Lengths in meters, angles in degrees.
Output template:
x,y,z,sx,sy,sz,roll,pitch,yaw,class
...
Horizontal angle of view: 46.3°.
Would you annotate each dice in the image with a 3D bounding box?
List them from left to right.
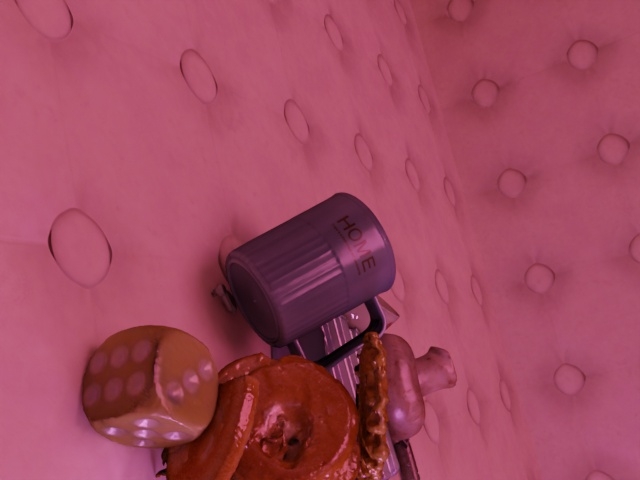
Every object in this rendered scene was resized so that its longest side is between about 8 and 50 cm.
x,y,z,sx,sy,sz,roll,pitch,yaw,class
-0.289,0.253,1.289,0.169,0.169,0.166,42,37,-46,dice

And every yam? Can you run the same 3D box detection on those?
x,y,z,sx,sy,sz,roll,pitch,yaw,class
0.261,0.665,2.243,0.054,0.054,0.132,7,66,-62,yam

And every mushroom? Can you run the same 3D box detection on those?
x,y,z,sx,sy,sz,roll,pitch,yaw,class
0.231,0.391,2.058,0.297,0.290,0.297,168,-90,-84,mushroom

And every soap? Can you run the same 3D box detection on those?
x,y,z,sx,sy,sz,roll,pitch,yaw,class
0.031,0.398,1.845,0.261,0.156,0.446,-2,75,-61,soap

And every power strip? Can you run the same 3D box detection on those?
x,y,z,sx,sy,sz,roll,pitch,yaw,class
-0.216,0.133,1.686,0.055,0.035,0.083,-110,174,-49,power strip

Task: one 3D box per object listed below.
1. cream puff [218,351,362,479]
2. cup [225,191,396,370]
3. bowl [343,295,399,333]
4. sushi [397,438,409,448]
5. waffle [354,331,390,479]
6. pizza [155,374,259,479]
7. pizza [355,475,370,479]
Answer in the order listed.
x,y,z,sx,sy,sz,roll,pitch,yaw,class
-0.082,0.400,1.511,0.231,0.343,0.327,102,12,-58,cream puff
-0.022,0.099,1.718,0.311,0.257,0.331,-27,121,-25,cup
0.067,0.173,2.029,0.277,0.145,0.277,35,3,-2,bowl
0.225,0.536,2.281,0.139,0.031,0.201,46,32,-6,sushi
0.109,0.356,1.610,0.307,0.060,0.312,102,-9,-71,waffle
-0.207,0.367,1.345,0.081,0.229,0.289,32,77,-36,pizza
0.055,0.576,1.697,0.287,0.280,0.075,61,10,2,pizza
